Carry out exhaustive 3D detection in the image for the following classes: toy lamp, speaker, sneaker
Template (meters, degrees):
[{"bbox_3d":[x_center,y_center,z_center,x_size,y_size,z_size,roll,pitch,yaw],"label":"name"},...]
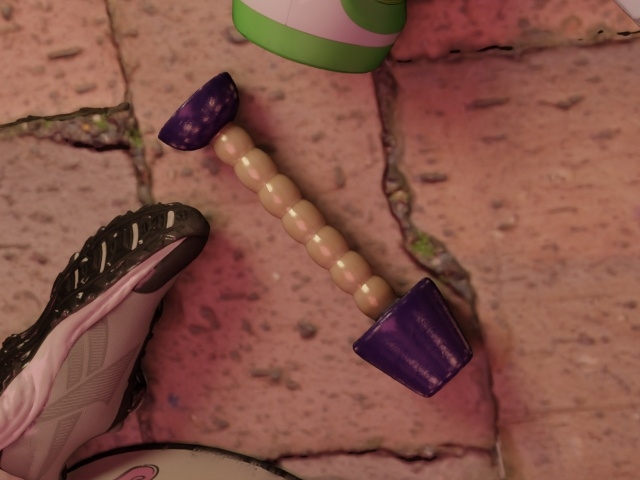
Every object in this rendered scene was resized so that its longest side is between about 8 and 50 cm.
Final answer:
[{"bbox_3d":[0.000,0.000,1.435,0.274,0.080,0.080,45,113,2],"label":"toy lamp"},{"bbox_3d":[0.034,-0.267,1.324,0.131,0.131,0.296,23,111,12],"label":"speaker"},{"bbox_3d":[-0.167,0.079,1.517,0.108,0.100,0.271,34,111,-19],"label":"sneaker"}]

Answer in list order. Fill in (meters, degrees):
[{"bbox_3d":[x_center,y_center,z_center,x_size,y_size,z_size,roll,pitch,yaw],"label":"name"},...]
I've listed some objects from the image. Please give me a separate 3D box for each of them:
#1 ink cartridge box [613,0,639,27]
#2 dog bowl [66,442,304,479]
[{"bbox_3d":[0.321,-0.279,1.211,0.308,0.091,0.385,49,116,15],"label":"ink cartridge box"},{"bbox_3d":[-0.116,0.373,1.537,0.408,0.150,0.408,5,107,18],"label":"dog bowl"}]
